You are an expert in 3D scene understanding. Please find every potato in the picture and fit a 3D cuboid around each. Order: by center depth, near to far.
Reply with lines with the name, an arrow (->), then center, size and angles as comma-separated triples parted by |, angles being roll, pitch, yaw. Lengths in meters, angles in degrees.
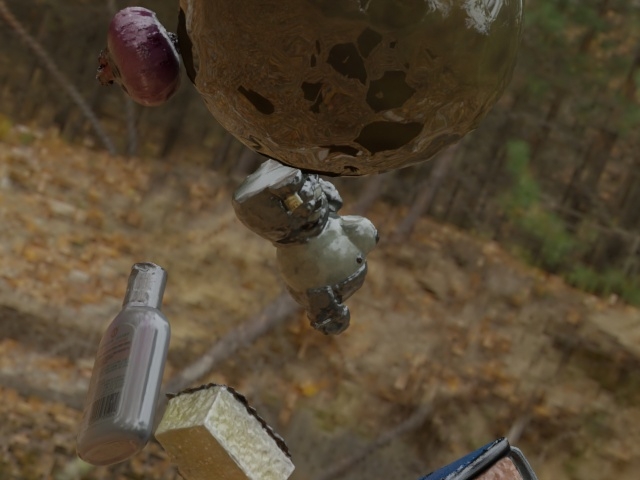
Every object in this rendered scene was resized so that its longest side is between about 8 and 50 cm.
potato -> -0.091, 0.190, 1.332 | 0.122, 0.086, 0.061 | 54, 35, -27

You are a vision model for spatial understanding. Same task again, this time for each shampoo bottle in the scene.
shampoo bottle -> -0.149, 0.093, 1.145 | 0.040, 0.165, 0.080 | 31, -41, -29

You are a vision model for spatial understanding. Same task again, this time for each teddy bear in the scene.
teddy bear -> -0.008, -0.016, 1.930 | 0.251, 0.144, 0.171 | 57, 8, -32

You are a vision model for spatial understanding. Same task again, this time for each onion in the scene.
onion -> -0.207, -0.206, 1.649 | 0.104, 0.115, 0.115 | -22, 6, 6

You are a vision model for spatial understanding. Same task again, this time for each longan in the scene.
longan -> 0.032, -0.260, 1.591 | 0.391, 0.391, 0.391 | 21, 8, -3

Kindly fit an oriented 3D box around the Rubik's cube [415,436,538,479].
Rubik's cube -> 0.079, 0.270, 1.021 | 0.183, 0.167, 0.180 | -29, 85, -45
